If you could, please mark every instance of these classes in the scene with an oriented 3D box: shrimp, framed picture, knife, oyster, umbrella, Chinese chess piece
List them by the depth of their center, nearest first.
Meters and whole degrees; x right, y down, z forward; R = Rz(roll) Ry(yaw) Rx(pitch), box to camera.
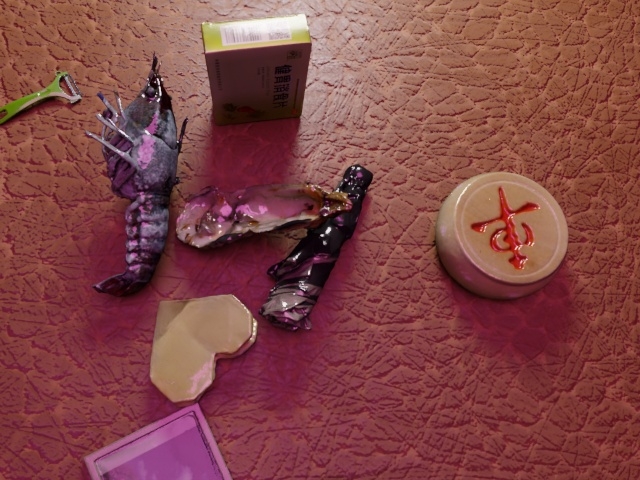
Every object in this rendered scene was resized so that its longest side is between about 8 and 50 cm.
[{"bbox_3d":[-0.238,0.435,0.945,0.209,0.019,0.281,-26,78,-14],"label":"framed picture"},{"bbox_3d":[-0.319,-0.111,1.008,0.166,0.221,0.410,-6,87,15],"label":"shrimp"},{"bbox_3d":[-0.105,-0.042,1.028,0.345,0.078,0.128,-5,51,18],"label":"oyster"},{"bbox_3d":[-0.005,-0.001,1.061,0.106,0.113,0.357,38,65,-23],"label":"umbrella"},{"bbox_3d":[0.346,-0.011,1.108,0.251,0.097,0.250,2,72,-7],"label":"Chinese chess piece"},{"bbox_3d":[-0.555,-0.273,1.119,0.166,0.022,0.078,-29,74,-15],"label":"knife"}]

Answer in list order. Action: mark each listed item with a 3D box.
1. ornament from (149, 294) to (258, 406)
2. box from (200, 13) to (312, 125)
[{"bbox_3d":[-0.226,0.168,1.010,0.180,0.059,0.201,39,74,17],"label":"ornament"},{"bbox_3d":[-0.116,-0.301,1.053,0.175,0.260,0.062,-8,75,-8],"label":"box"}]
